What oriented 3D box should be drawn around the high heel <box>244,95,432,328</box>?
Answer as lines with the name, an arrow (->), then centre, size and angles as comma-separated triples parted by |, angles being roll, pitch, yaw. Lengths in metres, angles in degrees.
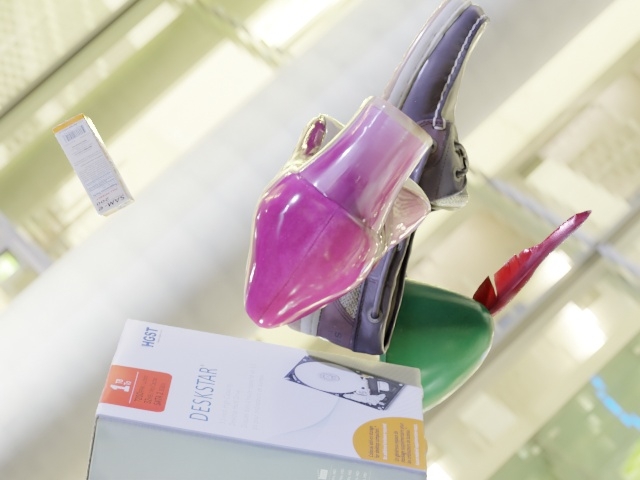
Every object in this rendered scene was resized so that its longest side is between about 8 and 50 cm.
high heel -> 0.000, 0.000, 0.934 | 0.082, 0.117, 0.244 | 38, -6, -4

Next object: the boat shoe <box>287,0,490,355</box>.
boat shoe -> 0.069, -0.047, 1.392 | 0.092, 0.285, 0.103 | 26, -3, 7

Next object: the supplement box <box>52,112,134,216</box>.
supplement box -> -0.224, -0.074, 1.823 | 0.098, 0.036, 0.062 | 62, -1, 0

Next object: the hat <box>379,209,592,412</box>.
hat -> 0.155, 0.097, 1.714 | 0.173, 0.184, 0.208 | -70, 160, -62

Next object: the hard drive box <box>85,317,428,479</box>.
hard drive box -> -0.045, 0.148, 1.337 | 0.232, 0.089, 0.181 | 9, 20, -3
